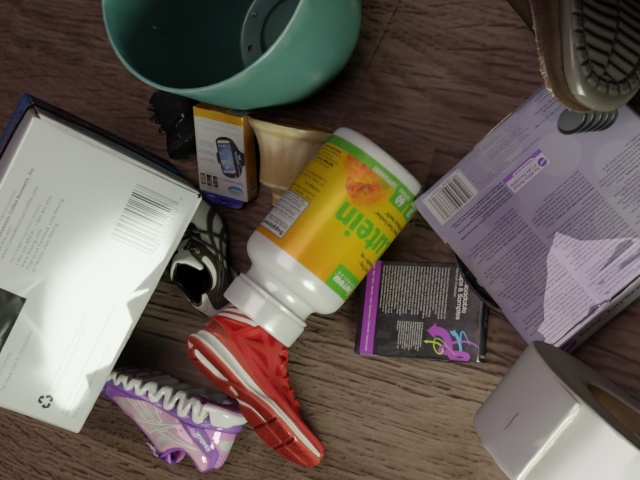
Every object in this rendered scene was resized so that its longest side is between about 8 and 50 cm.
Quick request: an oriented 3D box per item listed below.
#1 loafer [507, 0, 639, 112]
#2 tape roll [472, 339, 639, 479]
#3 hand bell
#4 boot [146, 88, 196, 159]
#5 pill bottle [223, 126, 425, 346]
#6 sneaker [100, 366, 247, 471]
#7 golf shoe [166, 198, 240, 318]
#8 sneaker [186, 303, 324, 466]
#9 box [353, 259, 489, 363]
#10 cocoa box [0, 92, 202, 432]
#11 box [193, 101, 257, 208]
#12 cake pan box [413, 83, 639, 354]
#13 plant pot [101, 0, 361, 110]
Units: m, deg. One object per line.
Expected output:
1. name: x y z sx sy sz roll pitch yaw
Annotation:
1. loafer: 0.275 -0.280 1.276 0.130 0.133 0.366 -35 42 45
2. tape roll: 0.287 0.221 1.101 0.286 0.286 0.100 42 102 27
3. hand bell: -0.051 -0.029 1.447 0.126 0.126 0.242 16 102 29
4. boot: -0.176 -0.177 1.557 0.121 0.045 0.099 -29 64 20
5. pill bottle: 0.000 0.000 1.350 0.136 0.136 0.246 36 86 28
6. sneaker: -0.204 0.230 1.474 0.236 0.095 0.105 16 97 28
7. golf shoe: -0.163 0.012 1.487 0.077 0.094 0.198 -37 65 19
8. sneaker: -0.048 0.163 1.404 0.221 0.128 0.087 49 150 -6
9. box: 0.122 0.084 1.359 0.162 0.029 0.116 2 81 30
10. cocoa box: -0.345 0.021 1.460 0.347 0.231 0.228 -63 21 5
11. box: -0.124 -0.109 1.496 0.081 0.028 0.136 16 125 29
12. cake pan box: 0.268 -0.030 1.261 0.267 0.070 0.246 -43 59 8
13. plant pot: -0.082 -0.293 1.417 0.293 0.235 0.293 -6 78 28
